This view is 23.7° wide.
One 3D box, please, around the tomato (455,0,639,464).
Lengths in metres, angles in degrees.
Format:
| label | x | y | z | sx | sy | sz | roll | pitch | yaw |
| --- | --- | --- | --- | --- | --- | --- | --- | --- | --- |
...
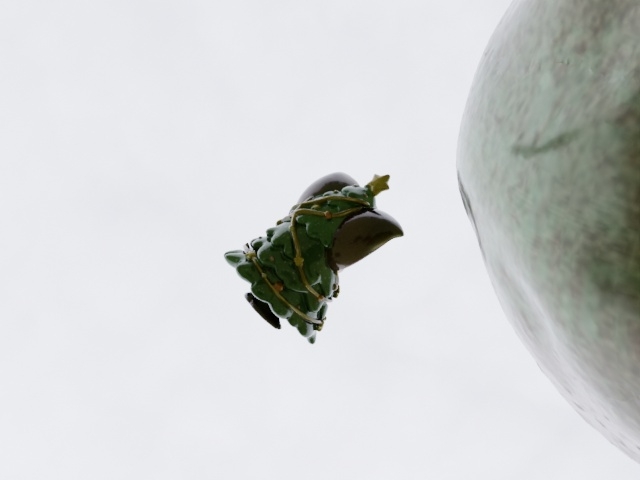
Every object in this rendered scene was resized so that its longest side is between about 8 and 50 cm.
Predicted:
| label | x | y | z | sx | sy | sz | roll | pitch | yaw |
| --- | --- | --- | --- | --- | --- | --- | --- | --- | --- |
| tomato | 0.200 | -0.035 | 0.571 | 0.303 | 0.239 | 0.304 | -12 | -63 | -23 |

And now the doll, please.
| label | x | y | z | sx | sy | sz | roll | pitch | yaw |
| --- | --- | --- | --- | --- | --- | --- | --- | --- | --- |
| doll | -0.009 | -0.001 | 0.911 | 0.076 | 0.078 | 0.113 | 20 | -72 | -40 |
